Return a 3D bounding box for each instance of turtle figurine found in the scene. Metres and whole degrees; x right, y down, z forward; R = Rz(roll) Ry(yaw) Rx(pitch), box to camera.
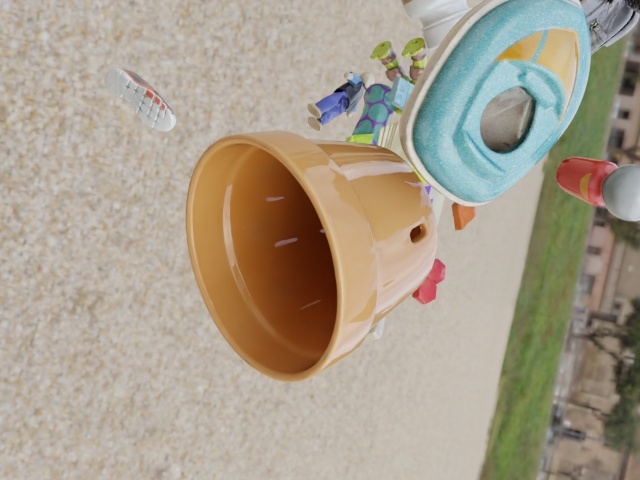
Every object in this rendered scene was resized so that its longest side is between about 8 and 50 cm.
[{"bbox_3d":[0.191,-0.273,1.663,0.087,0.269,0.217,-44,129,-25],"label":"turtle figurine"}]

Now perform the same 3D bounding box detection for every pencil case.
[{"bbox_3d":[0.095,-0.220,1.672,0.064,0.070,0.152,60,46,-59],"label":"pencil case"}]

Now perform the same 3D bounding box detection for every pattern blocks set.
[{"bbox_3d":[0.147,-0.089,1.465,0.285,0.026,0.325,34,70,-27],"label":"pattern blocks set"}]

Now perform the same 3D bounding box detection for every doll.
[{"bbox_3d":[0.053,-0.319,1.950,0.189,0.046,0.129,-37,148,-28],"label":"doll"}]

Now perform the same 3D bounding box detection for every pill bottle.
[{"bbox_3d":[0.205,-0.474,1.616,0.229,0.131,0.131,68,22,-7],"label":"pill bottle"}]

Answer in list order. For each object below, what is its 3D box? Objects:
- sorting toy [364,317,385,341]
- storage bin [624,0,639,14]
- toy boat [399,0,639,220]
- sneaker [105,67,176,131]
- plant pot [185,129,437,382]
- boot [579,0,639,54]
[{"bbox_3d":[0.016,0.091,1.826,0.089,0.257,0.256,47,43,-37],"label":"sorting toy"},{"bbox_3d":[0.513,-0.337,1.192,0.180,0.084,0.122,12,111,-38],"label":"storage bin"},{"bbox_3d":[0.258,-0.131,1.009,0.267,0.318,0.148,-56,-151,0],"label":"toy boat"},{"bbox_3d":[-0.317,-0.266,1.618,0.061,0.158,0.065,-49,176,29],"label":"sneaker"},{"bbox_3d":[0.000,0.000,1.062,0.203,0.291,0.291,-18,124,-39],"label":"plant pot"},{"bbox_3d":[0.339,-0.301,1.257,0.263,0.091,0.229,-43,161,19],"label":"boot"}]
